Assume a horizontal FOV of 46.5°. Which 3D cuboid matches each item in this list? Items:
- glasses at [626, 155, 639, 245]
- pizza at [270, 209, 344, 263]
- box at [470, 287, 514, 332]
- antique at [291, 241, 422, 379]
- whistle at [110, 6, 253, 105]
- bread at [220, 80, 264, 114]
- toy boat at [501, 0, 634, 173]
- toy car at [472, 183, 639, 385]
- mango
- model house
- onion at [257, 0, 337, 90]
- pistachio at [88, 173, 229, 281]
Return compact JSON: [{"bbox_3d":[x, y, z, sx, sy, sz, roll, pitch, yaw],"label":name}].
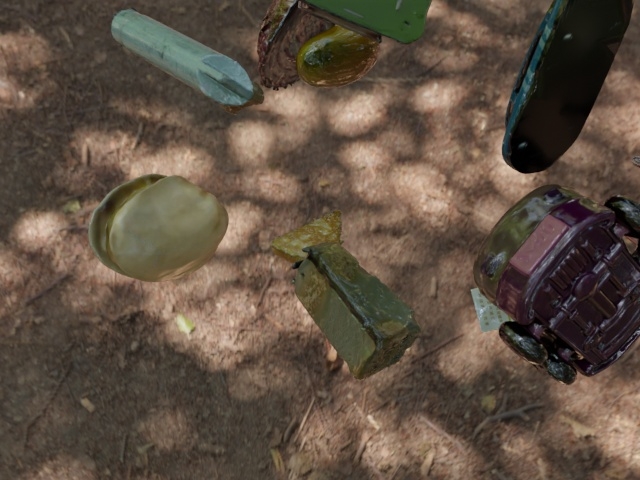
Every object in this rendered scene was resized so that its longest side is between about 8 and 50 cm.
[{"bbox_3d":[0.702,-0.028,1.401,0.268,0.234,0.118,14,42,24],"label":"glasses"},{"bbox_3d":[0.000,0.000,1.723,0.188,0.062,0.199,18,45,28],"label":"pizza"},{"bbox_3d":[0.387,0.120,1.463,0.166,0.024,0.090,-15,83,21],"label":"box"},{"bbox_3d":[0.054,0.126,1.483,0.150,0.125,0.284,-13,52,-46],"label":"antique"},{"bbox_3d":[-0.201,-0.261,1.045,0.062,0.062,0.312,-34,45,-23],"label":"whistle"},{"bbox_3d":[-0.194,-0.350,1.788,0.113,0.082,0.060,-12,68,33],"label":"bread"},{"bbox_3d":[0.334,-0.246,1.083,0.134,0.299,0.092,-3,36,-31],"label":"toy boat"},{"bbox_3d":[0.356,0.043,1.134,0.271,0.340,0.240,-50,42,4],"label":"toy car"},{"bbox_3d":[0.038,-0.468,1.906,0.254,0.175,0.139,-26,67,-29],"label":"mango"},{"bbox_3d":[0.073,-0.522,1.487,0.293,0.154,0.207,19,92,-16],"label":"model house"},{"bbox_3d":[-0.090,-0.555,1.967,0.280,0.314,0.146,-42,75,-13],"label":"onion"},{"bbox_3d":[-0.348,-0.030,1.641,0.321,0.229,0.238,-11,99,-47],"label":"pistachio"}]
